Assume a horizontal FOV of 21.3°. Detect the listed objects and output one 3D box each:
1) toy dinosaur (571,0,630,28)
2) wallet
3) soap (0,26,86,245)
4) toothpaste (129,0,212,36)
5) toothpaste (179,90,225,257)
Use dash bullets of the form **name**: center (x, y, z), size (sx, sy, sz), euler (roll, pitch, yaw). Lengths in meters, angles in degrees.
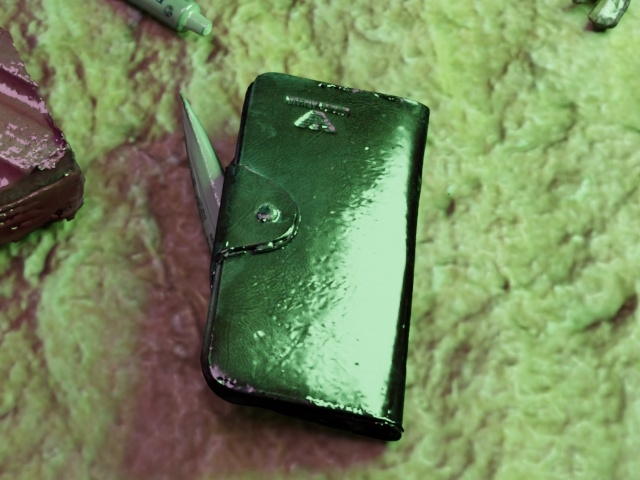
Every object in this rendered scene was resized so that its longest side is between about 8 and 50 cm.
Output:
- **toy dinosaur**: center (0.306, -0.305, 1.569), size (0.251, 0.072, 0.200), euler (-27, 70, -26)
- **wallet**: center (0.000, 0.000, 1.382), size (0.172, 0.045, 0.318), euler (14, 57, -10)
- **soap**: center (-0.325, -0.104, 1.435), size (0.289, 0.112, 0.182), euler (25, 69, 11)
- **toothpaste**: center (-0.174, -0.239, 1.572), size (0.197, 0.029, 0.048), euler (35, 67, 25)
- **toothpaste**: center (-0.083, -0.025, 1.421), size (0.041, 0.064, 0.218), euler (-19, 63, -2)
